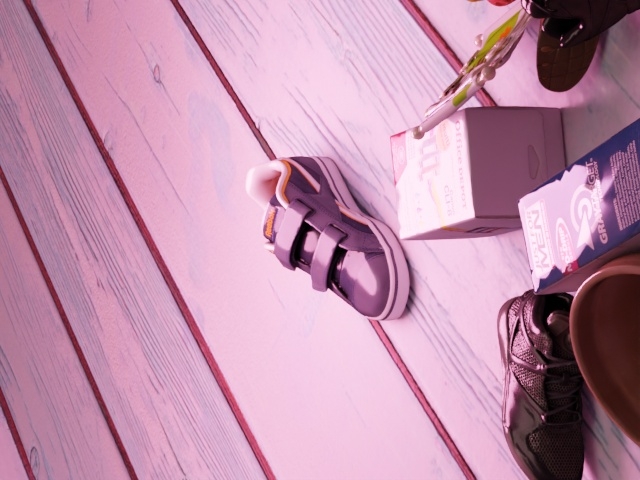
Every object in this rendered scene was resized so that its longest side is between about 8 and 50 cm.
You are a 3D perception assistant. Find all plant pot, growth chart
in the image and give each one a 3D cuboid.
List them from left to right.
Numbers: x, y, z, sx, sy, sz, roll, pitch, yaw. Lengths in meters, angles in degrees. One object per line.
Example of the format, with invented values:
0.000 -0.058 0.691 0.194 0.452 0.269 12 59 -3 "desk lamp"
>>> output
0.177 -0.197 2.072 0.021 0.237 0.172 43 134 -7 "growth chart"
0.355 0.098 1.748 0.237 0.110 0.237 33 143 29 "plant pot"

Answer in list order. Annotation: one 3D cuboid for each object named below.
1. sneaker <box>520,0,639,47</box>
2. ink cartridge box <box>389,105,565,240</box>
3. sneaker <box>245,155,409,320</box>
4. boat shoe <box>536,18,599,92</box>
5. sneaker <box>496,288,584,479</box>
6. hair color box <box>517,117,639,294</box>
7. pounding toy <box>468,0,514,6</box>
0.239 -0.284 1.832 0.109 0.130 0.286 51 180 41 "sneaker"
0.178 -0.074 2.124 0.176 0.127 0.128 -18 76 62 "ink cartridge box"
0.000 0.000 2.498 0.321 0.127 0.126 52 135 48 "sneaker"
0.268 -0.248 2.017 0.060 0.064 0.178 -71 -11 -75 "boat shoe"
0.253 0.156 2.032 0.130 0.087 0.227 137 132 -65 "sneaker"
0.344 -0.050 1.736 0.347 0.174 0.105 -38 57 58 "hair color box"
0.190 -0.320 2.079 0.110 0.183 0.237 59 146 2 "pounding toy"
